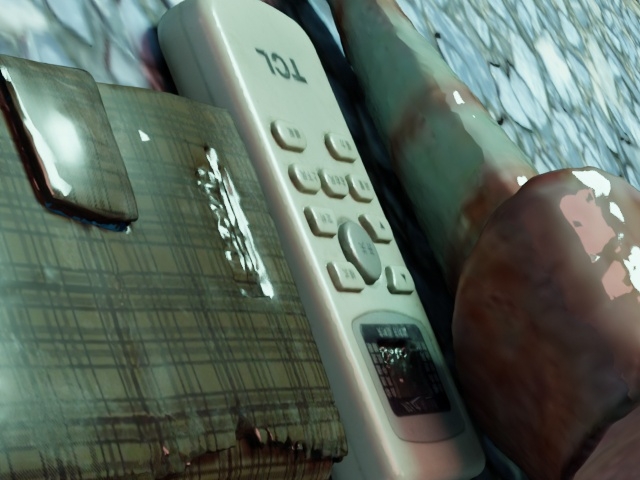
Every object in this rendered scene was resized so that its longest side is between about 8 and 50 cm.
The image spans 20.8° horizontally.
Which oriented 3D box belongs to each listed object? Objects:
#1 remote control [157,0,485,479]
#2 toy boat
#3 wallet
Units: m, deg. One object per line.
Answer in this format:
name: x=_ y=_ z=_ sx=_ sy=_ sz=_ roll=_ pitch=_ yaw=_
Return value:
remote control: x=0.000 y=0.000 z=0.610 sx=0.087 sy=0.029 sz=0.190 roll=8 pitch=57 yaw=-64
toy boat: x=0.058 y=-0.018 z=0.698 sx=0.282 sy=0.096 sz=0.206 roll=56 pitch=-3 yaw=28
wallet: x=-0.065 y=0.014 z=0.434 sx=0.230 sy=0.042 sz=0.124 roll=3 pitch=65 yaw=-64
